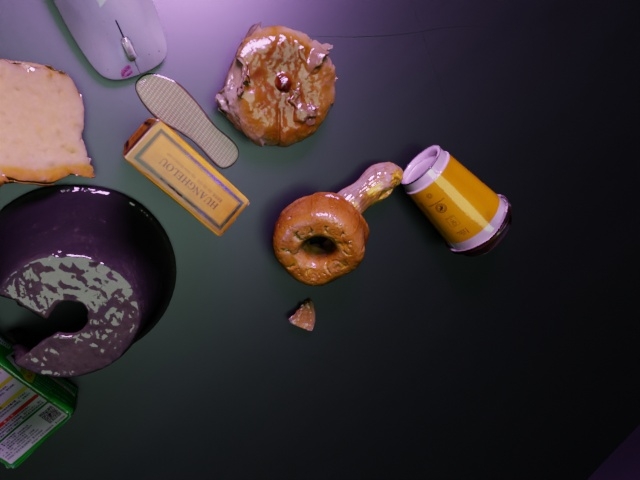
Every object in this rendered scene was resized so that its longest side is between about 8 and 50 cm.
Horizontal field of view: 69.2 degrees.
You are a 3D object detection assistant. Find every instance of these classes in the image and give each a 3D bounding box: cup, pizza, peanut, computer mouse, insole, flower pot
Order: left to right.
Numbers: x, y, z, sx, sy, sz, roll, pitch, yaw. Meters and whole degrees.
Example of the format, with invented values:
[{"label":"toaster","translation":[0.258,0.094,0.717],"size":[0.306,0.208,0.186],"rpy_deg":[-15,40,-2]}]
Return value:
[{"label":"flower pot","translation":[-0.442,0.093,0.866],"size":[0.378,0.251,0.380],"rpy_deg":[-5,104,-22]},{"label":"computer mouse","translation":[-0.391,-0.443,0.828],"size":[0.159,0.097,0.289],"rpy_deg":[-28,112,-16]},{"label":"insole","translation":[-0.273,-0.251,0.978],"size":[0.253,0.005,0.086],"rpy_deg":[41,86,-26]},{"label":"pizza","translation":[-0.049,0.190,1.177],"size":[0.078,0.025,0.084],"rpy_deg":[-2,98,-27]},{"label":"peanut","translation":[0.111,-0.120,1.130],"size":[0.206,0.087,0.087],"rpy_deg":[-37,115,-8]},{"label":"cup","translation":[0.342,-0.101,1.185],"size":[0.279,0.196,0.196],"rpy_deg":[41,86,-17]}]

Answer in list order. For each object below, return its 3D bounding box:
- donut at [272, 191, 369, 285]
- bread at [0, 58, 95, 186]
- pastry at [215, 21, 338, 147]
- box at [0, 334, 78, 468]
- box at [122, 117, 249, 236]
[{"label":"donut","translation":[-0.002,-0.001,1.065],"size":[0.226,0.114,0.227],"rpy_deg":[2,125,3]},{"label":"bread","translation":[-0.570,-0.190,0.732],"size":[0.314,0.279,0.249],"rpy_deg":[-3,98,-10]},{"label":"pastry","translation":[-0.081,-0.318,0.976],"size":[0.235,0.120,0.257],"rpy_deg":[24,94,-26]},{"label":"box","translation":[-0.636,0.316,0.923],"size":[0.180,0.103,0.250],"rpy_deg":[-40,117,-8]},{"label":"box","translation":[-0.257,-0.128,0.851],"size":[0.084,0.301,0.193],"rpy_deg":[-48,116,-4]}]
